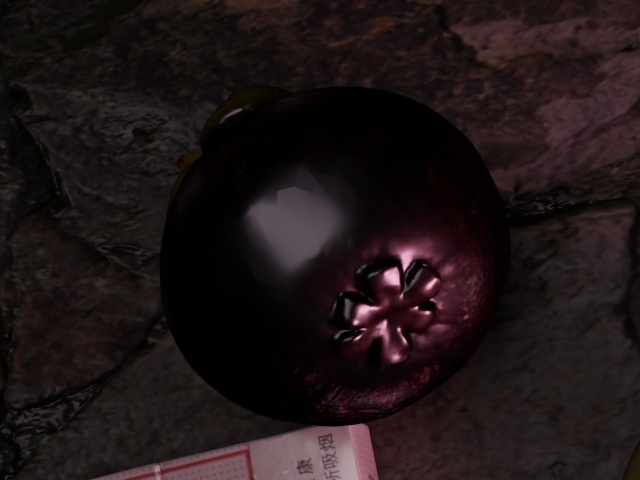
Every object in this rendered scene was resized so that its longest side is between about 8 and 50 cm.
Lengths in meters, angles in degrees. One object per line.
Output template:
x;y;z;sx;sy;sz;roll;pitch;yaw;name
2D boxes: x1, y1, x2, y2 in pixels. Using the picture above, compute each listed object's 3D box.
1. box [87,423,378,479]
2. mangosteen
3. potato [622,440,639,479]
-0.090;0.343;1.601;0.330;0.095;0.210;-16;71;15;box
0.000;0.000;1.548;0.382;0.382;0.435;-46;29;2;mangosteen
0.412;0.236;1.441;0.176;0.141;0.298;40;108;37;potato
